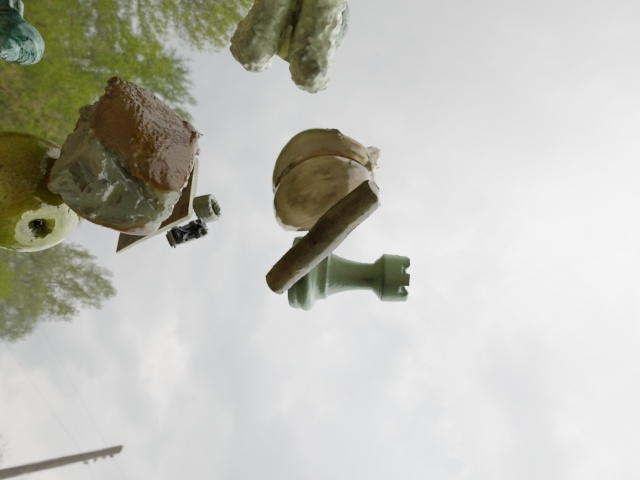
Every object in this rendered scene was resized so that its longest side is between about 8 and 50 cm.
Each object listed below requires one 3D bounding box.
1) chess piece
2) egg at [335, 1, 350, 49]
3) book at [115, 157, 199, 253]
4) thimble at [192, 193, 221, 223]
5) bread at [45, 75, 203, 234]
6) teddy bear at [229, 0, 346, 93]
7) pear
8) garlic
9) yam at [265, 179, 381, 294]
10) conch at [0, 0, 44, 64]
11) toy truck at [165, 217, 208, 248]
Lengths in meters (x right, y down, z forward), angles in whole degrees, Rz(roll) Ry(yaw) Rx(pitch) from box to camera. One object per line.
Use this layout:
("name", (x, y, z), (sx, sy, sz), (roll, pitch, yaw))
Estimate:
("chess piece", (0.073, 0.089, 1.136), (0.298, 0.194, 0.195), (4, -100, 5))
("egg", (0.020, -0.609, 1.246), (0.172, 0.132, 0.132), (122, -43, -54))
("book", (-0.596, -0.125, 1.625), (0.388, 0.032, 0.269), (-23, -127, 25))
("thimble", (-0.367, -0.101, 1.448), (0.062, 0.110, 0.085), (-10, -127, 9))
("bread", (-0.421, -0.170, 0.965), (0.224, 0.250, 0.279), (-34, -141, 32))
("teddy bear", (-0.057, -0.469, 0.711), (0.327, 0.362, 0.376), (22, -78, 4))
("pear", (-0.678, -0.108, 1.005), (0.294, 0.294, 0.295), (-11, -107, 39))
("garlic", (-0.011, -0.146, 1.137), (0.312, 0.249, 0.286), (-11, -108, 25))
("yam", (0.000, 0.000, 0.882), (0.317, 0.067, 0.071), (-43, -157, 26))
("conch", (-0.805, -0.543, 1.139), (0.134, 0.196, 0.202), (-29, -115, -18))
("toy truck", (-0.365, -0.020, 1.230), (0.062, 0.123, 0.052), (-25, -89, 43))
